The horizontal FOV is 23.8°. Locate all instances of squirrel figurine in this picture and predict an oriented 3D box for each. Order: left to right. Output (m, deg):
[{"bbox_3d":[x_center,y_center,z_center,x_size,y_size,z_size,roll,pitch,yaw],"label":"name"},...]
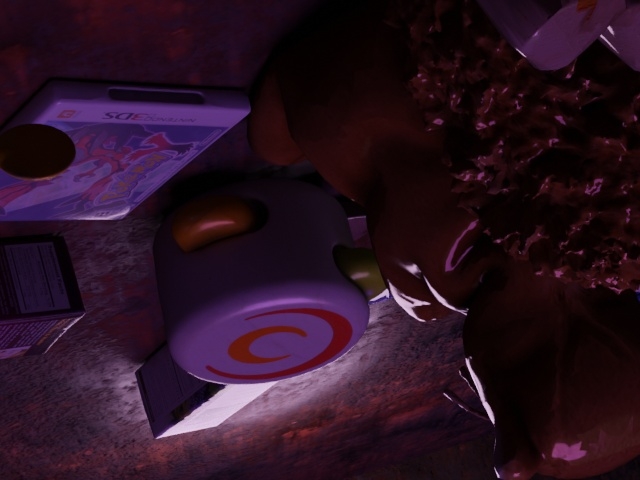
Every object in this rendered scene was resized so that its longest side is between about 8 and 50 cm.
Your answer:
[{"bbox_3d":[0.147,-0.022,1.081,0.281,0.370,0.397,-13,162,-15],"label":"squirrel figurine"}]

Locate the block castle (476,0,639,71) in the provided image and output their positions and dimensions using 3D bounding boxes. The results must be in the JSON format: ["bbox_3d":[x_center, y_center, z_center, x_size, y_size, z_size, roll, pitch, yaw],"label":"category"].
[{"bbox_3d":[0.244,-0.271,0.704,0.453,0.213,0.303,-16,152,-29],"label":"block castle"}]

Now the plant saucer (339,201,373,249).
[{"bbox_3d":[0.000,0.000,1.580,0.168,0.029,0.168,-16,161,-6],"label":"plant saucer"}]

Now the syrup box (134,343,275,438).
[{"bbox_3d":[-0.125,0.152,1.813,0.093,0.096,0.237,-7,158,-35],"label":"syrup box"}]

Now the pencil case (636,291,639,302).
[{"bbox_3d":[0.370,0.073,2.032,0.306,0.119,0.133,-13,-174,-17],"label":"pencil case"}]

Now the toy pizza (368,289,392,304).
[{"bbox_3d":[0.071,0.030,1.747,0.201,0.032,0.201,-16,163,-5],"label":"toy pizza"}]

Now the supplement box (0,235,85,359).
[{"bbox_3d":[-0.319,0.058,1.345,0.188,0.081,0.104,-5,158,-35],"label":"supplement box"}]

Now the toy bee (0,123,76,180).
[{"bbox_3d":[-0.262,-0.048,0.943,0.195,0.162,0.298,-17,163,1],"label":"toy bee"}]

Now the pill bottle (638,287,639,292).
[{"bbox_3d":[0.342,-0.084,1.340,0.392,0.224,0.224,-24,162,19],"label":"pill bottle"}]

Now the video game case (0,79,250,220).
[{"bbox_3d":[-0.182,-0.066,1.202,0.183,0.023,0.201,-2,157,-43],"label":"video game case"}]

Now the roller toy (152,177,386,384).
[{"bbox_3d":[-0.060,0.035,1.423,0.209,0.146,0.191,4,147,-29],"label":"roller toy"}]
